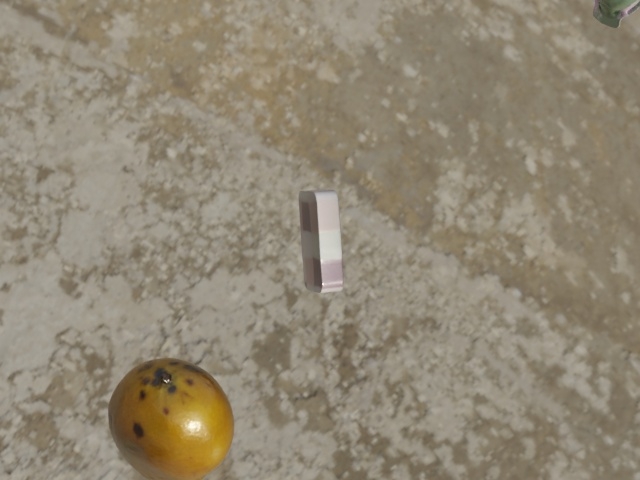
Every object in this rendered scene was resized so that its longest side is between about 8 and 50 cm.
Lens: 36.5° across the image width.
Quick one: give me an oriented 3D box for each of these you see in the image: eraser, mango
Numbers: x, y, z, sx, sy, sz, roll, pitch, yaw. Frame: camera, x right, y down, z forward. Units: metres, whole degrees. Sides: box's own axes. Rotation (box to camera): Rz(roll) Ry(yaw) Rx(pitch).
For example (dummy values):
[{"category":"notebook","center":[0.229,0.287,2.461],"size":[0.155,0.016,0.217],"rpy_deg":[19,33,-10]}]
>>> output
[{"category":"eraser","center":[0.000,0.000,1.004],"size":[0.026,0.065,0.105],"rpy_deg":[-5,94,-20]},{"category":"mango","center":[-0.138,0.167,0.875],"size":[0.115,0.178,0.090],"rpy_deg":[42,61,3]}]

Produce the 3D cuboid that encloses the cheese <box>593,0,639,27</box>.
[{"category":"cheese","center":[0.219,-0.205,0.665],"size":[0.026,0.121,0.067],"rpy_deg":[6,29,-28]}]
